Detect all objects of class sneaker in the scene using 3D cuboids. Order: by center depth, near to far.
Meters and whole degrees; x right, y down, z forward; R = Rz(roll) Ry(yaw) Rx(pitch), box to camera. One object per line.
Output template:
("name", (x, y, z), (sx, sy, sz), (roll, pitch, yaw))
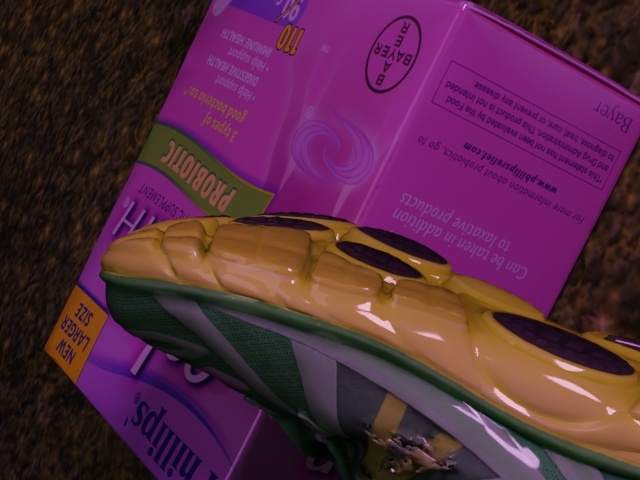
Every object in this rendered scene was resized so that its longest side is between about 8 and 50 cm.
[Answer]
("sneaker", (0.037, 0.073, 0.550), (0.296, 0.109, 0.123), (24, 105, 22))

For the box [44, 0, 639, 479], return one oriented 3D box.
("box", (0.000, 0.000, 0.739), (0.213, 0.117, 0.243), (34, 99, 57))
